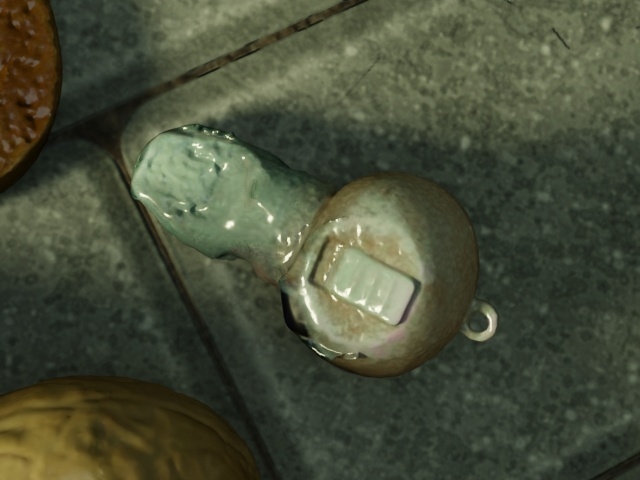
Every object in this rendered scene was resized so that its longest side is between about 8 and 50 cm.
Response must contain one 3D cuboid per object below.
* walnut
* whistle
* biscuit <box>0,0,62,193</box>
[{"bbox_3d":[-0.182,0.246,1.321,0.313,0.252,0.277,-2,85,-13],"label":"walnut"},{"bbox_3d":[0.000,0.000,1.448,0.348,0.189,0.189,26,80,13],"label":"whistle"},{"bbox_3d":[-0.405,-0.157,1.392,0.367,0.063,0.314,-11,79,-17],"label":"biscuit"}]
